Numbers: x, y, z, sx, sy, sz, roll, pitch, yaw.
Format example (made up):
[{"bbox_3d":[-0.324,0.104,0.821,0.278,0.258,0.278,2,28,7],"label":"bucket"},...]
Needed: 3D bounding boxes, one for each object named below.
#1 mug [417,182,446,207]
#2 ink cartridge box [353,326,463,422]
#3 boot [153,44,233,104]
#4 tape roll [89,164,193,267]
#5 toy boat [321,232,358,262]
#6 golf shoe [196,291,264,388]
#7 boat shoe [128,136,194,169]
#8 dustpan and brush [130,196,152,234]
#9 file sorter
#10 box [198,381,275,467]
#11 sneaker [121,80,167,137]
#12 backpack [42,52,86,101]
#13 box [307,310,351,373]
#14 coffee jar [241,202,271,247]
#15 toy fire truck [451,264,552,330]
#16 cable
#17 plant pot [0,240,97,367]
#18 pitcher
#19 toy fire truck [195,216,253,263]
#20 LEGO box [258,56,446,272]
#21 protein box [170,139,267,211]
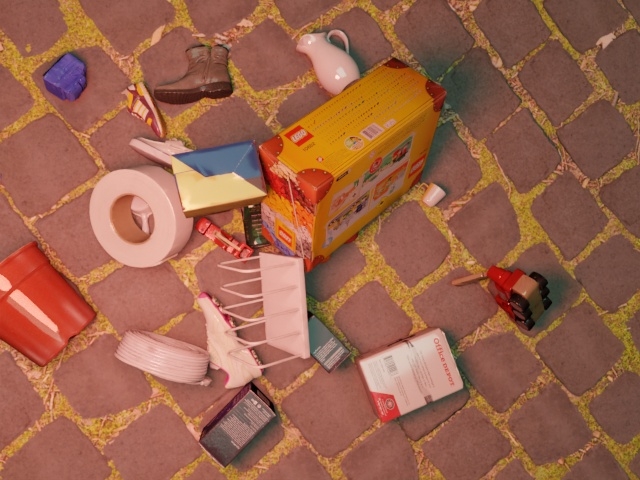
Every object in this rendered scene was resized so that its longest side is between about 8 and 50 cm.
[{"bbox_3d":[0.353,-0.143,1.856,0.062,0.078,0.064,38,91,-36],"label":"mug"},{"bbox_3d":[0.267,0.404,1.772,0.273,0.114,0.197,-20,88,-7],"label":"ink cartridge box"},{"bbox_3d":[-0.395,-0.512,1.776,0.247,0.083,0.161,-10,81,-13],"label":"boot"},{"bbox_3d":[-0.507,-0.069,1.646,0.286,0.100,0.286,5,106,17],"label":"tape roll"},{"bbox_3d":[0.000,0.000,1.768,0.231,0.151,0.151,-5,116,-8],"label":"toy boat"},{"bbox_3d":[-0.295,0.299,1.711,0.140,0.115,0.306,-33,90,-5],"label":"golf shoe"},{"bbox_3d":[-0.432,-0.262,1.738,0.268,0.096,0.088,21,80,-7],"label":"boat shoe"},{"bbox_3d":[-0.534,-0.103,1.739,0.147,0.060,0.211,-5,80,4],"label":"dustpan and brush"},{"bbox_3d":[-0.162,0.188,1.583,0.173,0.193,0.277,-11,101,-36],"label":"file sorter"},{"bbox_3d":[-0.240,0.529,1.679,0.207,0.153,0.108,-44,92,-9],"label":"box"},{"bbox_3d":[-0.533,-0.384,1.752,0.084,0.069,0.185,-25,84,0],"label":"sneaker"},{"bbox_3d":[-0.742,-0.482,1.714,0.101,0.098,0.120,33,70,-13],"label":"backpack"},{"bbox_3d":[-0.005,0.299,1.723,0.093,0.156,0.158,-44,92,-7],"label":"box"},{"bbox_3d":[-0.197,-0.070,1.753,0.079,0.096,0.184,-9,88,-13],"label":"coffee jar"},{"bbox_3d":[0.564,0.158,1.812,0.158,0.217,0.246,-48,51,-7],"label":"toy fire truck"},{"bbox_3d":[-0.436,0.321,1.615,0.257,0.257,0.089,18,82,17],"label":"cable"},{"bbox_3d":[-0.785,0.188,1.590,0.265,0.272,0.272,45,82,-10],"label":"plant pot"},{"bbox_3d":[0.051,-0.564,1.816,0.178,0.125,0.207,-32,79,-23],"label":"pitcher"},{"bbox_3d":[-0.289,-0.004,1.717,0.192,0.135,0.047,36,83,-4],"label":"toy fire truck"},{"bbox_3d":[0.083,-0.203,1.577,0.193,0.372,0.500,40,62,21],"label":"LEGO box"},{"bbox_3d":[-0.250,-0.146,1.420,0.200,0.201,0.135,-13,90,-11],"label":"protein box"}]
